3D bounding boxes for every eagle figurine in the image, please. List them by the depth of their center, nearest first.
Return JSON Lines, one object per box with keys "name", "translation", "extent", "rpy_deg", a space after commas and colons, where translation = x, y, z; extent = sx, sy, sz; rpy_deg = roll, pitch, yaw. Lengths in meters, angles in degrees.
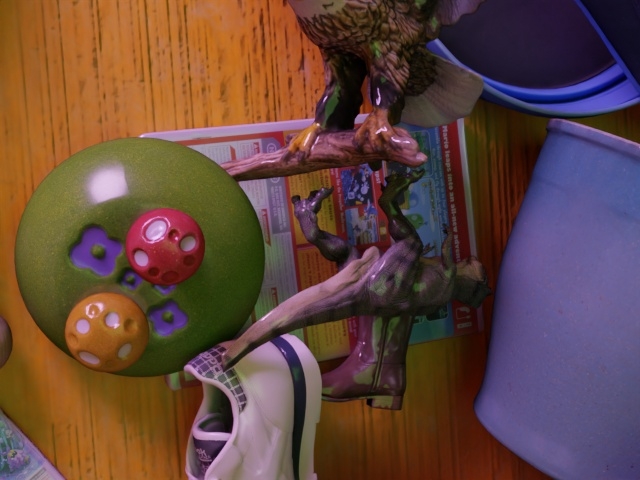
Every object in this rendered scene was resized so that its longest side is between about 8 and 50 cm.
{"name": "eagle figurine", "translation": [0.014, -0.196, 0.614], "extent": [0.226, 0.225, 0.298], "rpy_deg": [-5, 93, -9]}

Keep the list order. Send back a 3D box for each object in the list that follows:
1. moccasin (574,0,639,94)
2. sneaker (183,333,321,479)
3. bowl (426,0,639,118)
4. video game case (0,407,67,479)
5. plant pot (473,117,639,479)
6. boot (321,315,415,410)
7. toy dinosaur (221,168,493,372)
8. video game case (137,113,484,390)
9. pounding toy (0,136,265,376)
{"name": "moccasin", "translation": [0.301, -0.182, 0.708], "extent": [0.342, 0.117, 0.138], "rpy_deg": [34, 81, -18]}
{"name": "sneaker", "translation": [-0.058, 0.186, 0.667], "extent": [0.095, 0.090, 0.235], "rpy_deg": [-11, 103, -40]}
{"name": "bowl", "translation": [0.203, -0.301, 0.771], "extent": [0.391, 0.077, 0.391], "rpy_deg": [-1, 92, -20]}
{"name": "video game case", "translation": [-0.278, 0.201, 0.644], "extent": [0.157, 0.019, 0.143], "rpy_deg": [-40, 104, -13]}
{"name": "plant pot", "translation": [0.260, 0.071, 0.722], "extent": [0.271, 0.271, 0.255], "rpy_deg": [21, 100, -20]}
{"name": "boot", "translation": [0.028, 0.076, 0.717], "extent": [0.106, 0.037, 0.114], "rpy_deg": [10, 85, -19]}
{"name": "toy dinosaur", "translation": [0.038, 0.013, 0.669], "extent": [0.268, 0.064, 0.118], "rpy_deg": [-10, 88, -33]}
{"name": "video game case", "translation": [0.000, 0.000, 0.735], "extent": [0.285, 0.025, 0.204], "rpy_deg": [-8, 94, -19]}
{"name": "pounding toy", "translation": [-0.153, 0.026, 0.602], "extent": [0.237, 0.110, 0.183], "rpy_deg": [0, 104, -8]}
